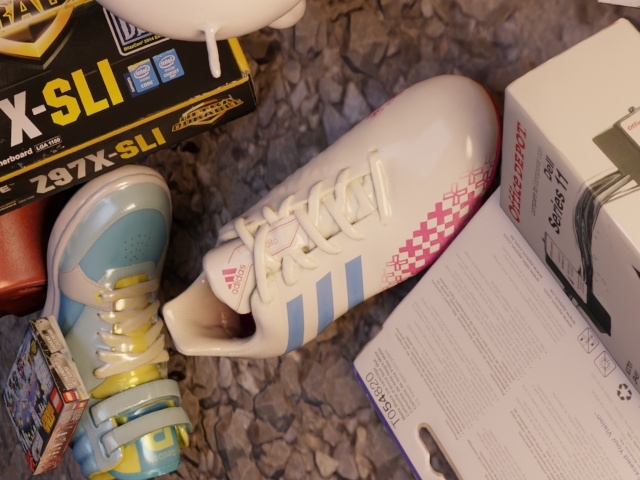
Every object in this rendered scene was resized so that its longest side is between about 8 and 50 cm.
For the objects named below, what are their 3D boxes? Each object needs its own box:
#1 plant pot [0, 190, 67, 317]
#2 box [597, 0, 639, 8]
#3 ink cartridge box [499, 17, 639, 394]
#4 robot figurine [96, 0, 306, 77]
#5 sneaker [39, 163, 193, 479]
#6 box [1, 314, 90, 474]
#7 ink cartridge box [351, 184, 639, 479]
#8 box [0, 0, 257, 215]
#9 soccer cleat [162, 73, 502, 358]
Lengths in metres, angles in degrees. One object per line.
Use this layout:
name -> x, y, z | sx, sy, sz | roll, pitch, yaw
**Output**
plant pot -> -0.379, -0.047, 1.200 | 0.272, 0.272, 0.265 | -27, 79, 45
box -> 0.274, -0.194, 0.639 | 0.233, 0.044, 0.159 | 21, 109, 44
ink cartridge box -> 0.193, 0.002, 0.666 | 0.208, 0.087, 0.153 | 57, 172, 27
robot figurine -> -0.086, -0.288, 0.848 | 0.200, 0.300, 0.353 | -17, 51, 23
sneaker -> -0.173, 0.098, 1.095 | 0.208, 0.127, 0.319 | 53, 138, 32
box -> -0.261, 0.147, 1.098 | 0.094, 0.027, 0.137 | 59, 141, 26
ink cartridge box -> 0.140, 0.107, 0.814 | 0.224, 0.045, 0.223 | -52, 58, 37
box -> -0.249, -0.175, 1.028 | 0.079, 0.322, 0.257 | 78, 170, -73
soccer cleat -> 0.000, 0.000, 0.880 | 0.331, 0.143, 0.116 | -45, 62, 39
